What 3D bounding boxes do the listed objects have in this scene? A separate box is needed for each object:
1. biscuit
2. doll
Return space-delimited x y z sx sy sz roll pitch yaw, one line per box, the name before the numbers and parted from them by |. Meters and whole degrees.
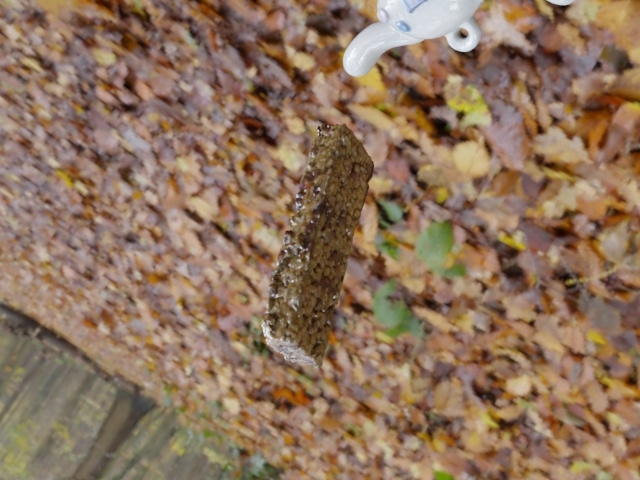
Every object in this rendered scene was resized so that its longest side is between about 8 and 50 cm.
biscuit | 0.000 0.000 0.727 0.034 0.199 0.064 0 154 33
doll | 0.132 -0.433 1.268 0.376 0.187 0.366 -20 106 21
